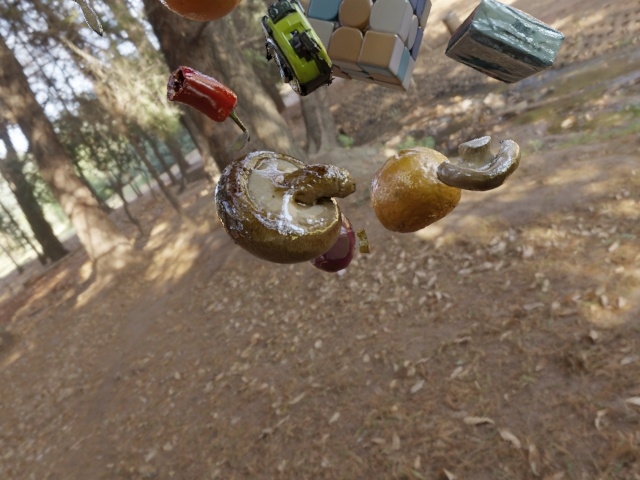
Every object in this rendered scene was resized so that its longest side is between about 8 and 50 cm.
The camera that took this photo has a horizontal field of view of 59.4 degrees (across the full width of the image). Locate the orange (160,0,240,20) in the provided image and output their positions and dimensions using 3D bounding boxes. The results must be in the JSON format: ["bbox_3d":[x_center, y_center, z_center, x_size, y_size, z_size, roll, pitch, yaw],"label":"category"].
[{"bbox_3d":[-0.406,-0.975,1.938,0.326,0.423,0.424,14,32,15],"label":"orange"}]

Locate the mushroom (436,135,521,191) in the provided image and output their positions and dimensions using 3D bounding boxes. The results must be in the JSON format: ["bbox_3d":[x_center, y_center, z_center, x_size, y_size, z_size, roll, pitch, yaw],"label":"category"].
[{"bbox_3d":[0.511,-0.220,1.716,0.286,0.156,0.151,-20,33,-11],"label":"mushroom"}]

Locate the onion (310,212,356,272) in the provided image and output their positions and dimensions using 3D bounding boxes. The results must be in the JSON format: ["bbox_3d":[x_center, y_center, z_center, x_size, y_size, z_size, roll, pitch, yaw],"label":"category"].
[{"bbox_3d":[0.000,0.000,1.713,0.218,0.195,0.140,3,-4,-11],"label":"onion"}]

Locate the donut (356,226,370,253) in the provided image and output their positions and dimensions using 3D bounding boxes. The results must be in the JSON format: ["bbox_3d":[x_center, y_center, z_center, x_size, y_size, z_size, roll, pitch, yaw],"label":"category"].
[{"bbox_3d":[0.168,0.003,2.208,0.043,0.108,0.097,-10,-20,9],"label":"donut"}]

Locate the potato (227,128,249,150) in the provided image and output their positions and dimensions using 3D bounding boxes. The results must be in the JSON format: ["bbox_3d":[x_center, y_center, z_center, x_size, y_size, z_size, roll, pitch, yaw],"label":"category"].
[{"bbox_3d":[-0.260,-0.327,1.857,0.093,0.036,0.037,-40,4,22],"label":"potato"}]

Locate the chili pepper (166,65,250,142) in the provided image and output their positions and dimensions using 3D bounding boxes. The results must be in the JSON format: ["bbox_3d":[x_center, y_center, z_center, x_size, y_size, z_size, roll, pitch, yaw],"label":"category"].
[{"bbox_3d":[-0.364,-0.487,1.963,0.134,0.338,0.131,-47,45,24],"label":"chili pepper"}]

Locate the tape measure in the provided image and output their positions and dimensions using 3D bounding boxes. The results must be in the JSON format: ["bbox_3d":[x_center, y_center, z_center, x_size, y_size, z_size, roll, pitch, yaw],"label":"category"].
[{"bbox_3d":[-0.053,-0.418,1.260,0.112,0.186,0.199,-35,-2,-2],"label":"tape measure"}]

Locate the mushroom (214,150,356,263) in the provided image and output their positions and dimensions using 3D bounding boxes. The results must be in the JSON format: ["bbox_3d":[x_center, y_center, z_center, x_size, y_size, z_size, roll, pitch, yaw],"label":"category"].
[{"bbox_3d":[-0.103,-0.082,1.398,0.345,0.239,0.345,3,20,-1],"label":"mushroom"}]

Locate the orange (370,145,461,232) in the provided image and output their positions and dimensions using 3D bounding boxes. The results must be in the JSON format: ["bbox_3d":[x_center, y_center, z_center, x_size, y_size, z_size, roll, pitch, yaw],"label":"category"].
[{"bbox_3d":[0.343,-0.191,2.079,0.341,0.293,0.340,-29,1,1],"label":"orange"}]

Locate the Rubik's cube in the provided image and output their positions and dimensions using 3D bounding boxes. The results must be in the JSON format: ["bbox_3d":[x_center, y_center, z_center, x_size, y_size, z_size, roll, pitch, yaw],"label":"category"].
[{"bbox_3d":[0.167,-0.758,1.982,0.344,0.346,0.346,19,9,17],"label":"Rubik's cube"}]

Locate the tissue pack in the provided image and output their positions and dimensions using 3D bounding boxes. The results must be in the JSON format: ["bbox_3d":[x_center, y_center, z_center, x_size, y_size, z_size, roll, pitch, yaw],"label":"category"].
[{"bbox_3d":[0.474,-0.518,1.488,0.315,0.228,0.103,-82,15,-84],"label":"tissue pack"}]

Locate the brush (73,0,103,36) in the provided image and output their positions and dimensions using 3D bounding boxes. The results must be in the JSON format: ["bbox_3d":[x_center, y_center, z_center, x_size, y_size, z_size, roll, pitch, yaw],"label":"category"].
[{"bbox_3d":[-0.519,-0.522,1.217,0.070,0.196,0.021,-31,-5,3],"label":"brush"}]
